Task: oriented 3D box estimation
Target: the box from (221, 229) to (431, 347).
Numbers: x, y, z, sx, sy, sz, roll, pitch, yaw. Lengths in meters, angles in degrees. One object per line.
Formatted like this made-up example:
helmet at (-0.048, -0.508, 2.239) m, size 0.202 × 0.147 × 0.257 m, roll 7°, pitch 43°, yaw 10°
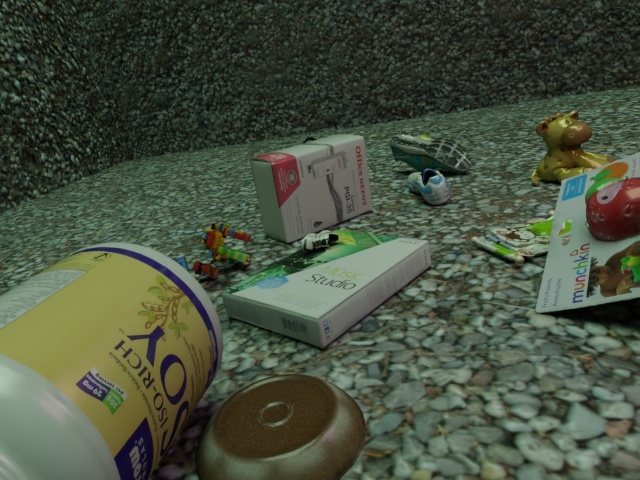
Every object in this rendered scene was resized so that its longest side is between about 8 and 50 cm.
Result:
box at (0.019, 0.067, 0.894) m, size 0.232 × 0.058 × 0.322 m, roll 8°, pitch 25°, yaw 41°

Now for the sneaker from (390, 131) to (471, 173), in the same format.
sneaker at (0.352, -0.269, 1.586) m, size 0.275 × 0.110 × 0.107 m, roll 25°, pitch 54°, yaw 30°

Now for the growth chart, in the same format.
growth chart at (0.419, -0.011, 0.971) m, size 0.237 × 0.021 × 0.172 m, roll -16°, pitch 20°, yaw -18°

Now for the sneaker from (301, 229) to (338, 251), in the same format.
sneaker at (0.000, 0.000, 0.961) m, size 0.083 × 0.032 × 0.037 m, roll -26°, pitch 24°, yaw -36°

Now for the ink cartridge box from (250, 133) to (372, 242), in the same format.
ink cartridge box at (-0.015, -0.141, 1.257) m, size 0.283 × 0.207 × 0.117 m, roll -23°, pitch 24°, yaw -31°

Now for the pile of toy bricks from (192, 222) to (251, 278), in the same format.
pile of toy bricks at (-0.198, 0.027, 1.078) m, size 0.105 × 0.118 × 0.212 m, roll 18°, pitch 3°, yaw -3°

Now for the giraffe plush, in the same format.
giraffe plush at (0.635, -0.240, 1.269) m, size 0.210 × 0.170 × 0.181 m, roll 6°, pitch 25°, yaw 37°

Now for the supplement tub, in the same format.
supplement tub at (-0.266, 0.164, 0.496) m, size 0.241 × 0.241 × 0.331 m, roll -5°, pitch 21°, yaw 15°

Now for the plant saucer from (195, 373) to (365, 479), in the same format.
plant saucer at (-0.049, 0.210, 0.568) m, size 0.198 × 0.036 × 0.198 m, roll -9°, pitch 21°, yaw 3°

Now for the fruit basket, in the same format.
fruit basket at (0.483, -0.058, 0.690) m, size 0.353 × 0.165 × 0.327 m, roll -16°, pitch 33°, yaw 46°

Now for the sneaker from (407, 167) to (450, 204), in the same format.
sneaker at (0.294, -0.164, 1.355) m, size 0.085 × 0.086 × 0.237 m, roll -13°, pitch 19°, yaw -2°

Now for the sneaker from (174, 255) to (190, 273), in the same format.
sneaker at (-0.291, 0.087, 0.973) m, size 0.082 × 0.069 × 0.209 m, roll -19°, pitch 21°, yaw -13°

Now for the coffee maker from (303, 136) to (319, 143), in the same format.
coffee maker at (-0.084, -0.242, 1.624) m, size 0.120 × 0.171 × 0.178 m, roll 11°, pitch 26°, yaw 10°
